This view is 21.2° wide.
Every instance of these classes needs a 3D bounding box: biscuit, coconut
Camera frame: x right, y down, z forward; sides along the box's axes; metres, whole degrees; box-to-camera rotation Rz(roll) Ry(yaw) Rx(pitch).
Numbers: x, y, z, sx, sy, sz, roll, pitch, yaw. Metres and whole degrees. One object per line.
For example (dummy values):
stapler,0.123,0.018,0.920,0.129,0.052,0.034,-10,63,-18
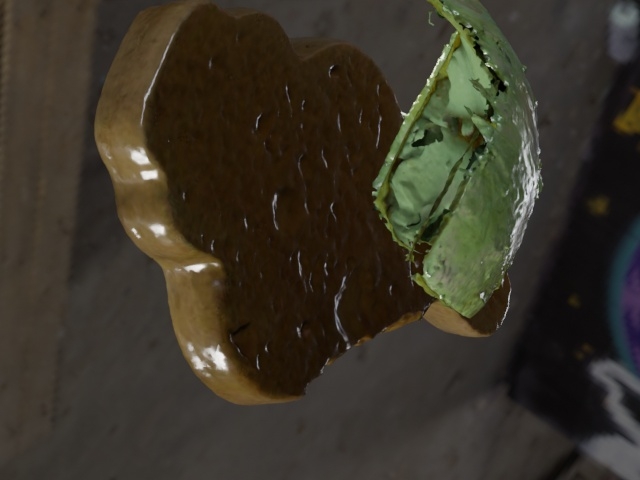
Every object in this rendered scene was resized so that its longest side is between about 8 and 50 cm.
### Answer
biscuit,0.002,-0.008,0.850,0.320,0.047,0.183,9,86,-52
coconut,0.056,-0.034,0.667,0.158,0.055,0.133,-96,-166,-66
